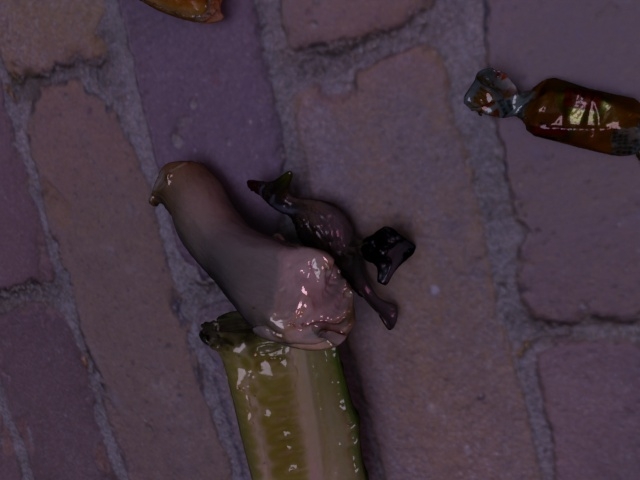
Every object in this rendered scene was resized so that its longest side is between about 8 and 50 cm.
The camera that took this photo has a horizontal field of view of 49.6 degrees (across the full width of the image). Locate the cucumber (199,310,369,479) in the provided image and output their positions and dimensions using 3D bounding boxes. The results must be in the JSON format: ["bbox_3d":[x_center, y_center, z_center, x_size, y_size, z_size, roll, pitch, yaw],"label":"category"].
[{"bbox_3d":[-0.026,0.227,0.740,0.145,0.105,0.325,-10,103,-1],"label":"cucumber"}]

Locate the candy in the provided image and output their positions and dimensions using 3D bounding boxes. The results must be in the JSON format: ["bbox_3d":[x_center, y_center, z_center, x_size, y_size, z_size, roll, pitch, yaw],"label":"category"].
[{"bbox_3d":[0.205,-0.100,0.563,0.182,0.046,0.053,20,115,15],"label":"candy"}]

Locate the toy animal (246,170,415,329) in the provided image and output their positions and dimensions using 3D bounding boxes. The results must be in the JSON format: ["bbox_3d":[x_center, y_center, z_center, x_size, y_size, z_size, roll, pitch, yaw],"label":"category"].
[{"bbox_3d":[0.008,-0.003,0.671,0.202,0.070,0.105,35,130,9],"label":"toy animal"}]

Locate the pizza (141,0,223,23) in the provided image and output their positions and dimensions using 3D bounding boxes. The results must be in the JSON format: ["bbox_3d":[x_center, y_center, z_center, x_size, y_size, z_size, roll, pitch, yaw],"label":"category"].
[{"bbox_3d":[-0.135,-0.313,0.645,0.201,0.053,0.193,47,118,-1],"label":"pizza"}]

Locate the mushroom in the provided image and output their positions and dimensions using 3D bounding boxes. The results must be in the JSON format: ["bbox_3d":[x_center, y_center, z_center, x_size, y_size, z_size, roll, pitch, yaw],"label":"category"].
[{"bbox_3d":[-0.074,0.012,0.670,0.278,0.099,0.096,38,154,35],"label":"mushroom"}]
